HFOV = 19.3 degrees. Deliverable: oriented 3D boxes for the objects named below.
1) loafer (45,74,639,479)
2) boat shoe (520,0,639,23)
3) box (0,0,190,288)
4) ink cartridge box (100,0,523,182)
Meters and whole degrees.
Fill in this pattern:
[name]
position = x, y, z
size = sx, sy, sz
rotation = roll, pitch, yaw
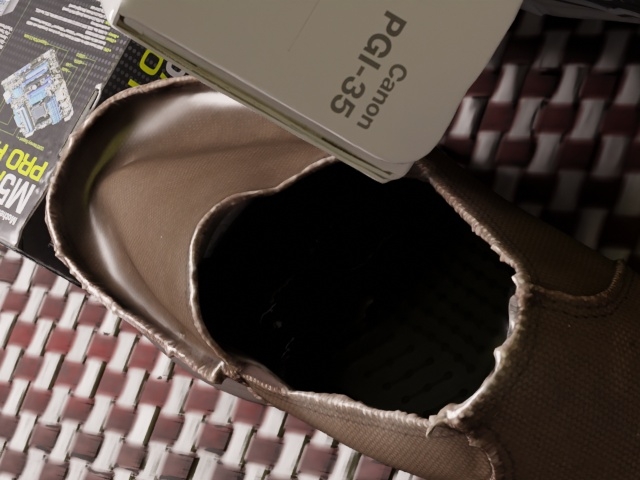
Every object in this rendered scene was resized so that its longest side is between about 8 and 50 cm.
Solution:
[loafer]
position = 0.000, 0.000, 0.715
size = 0.366, 0.130, 0.134
rotation = 21, 81, 47
[boat shoe]
position = 0.119, -0.129, 0.704
size = 0.108, 0.102, 0.301
rotation = -52, 41, 4
[box]
position = -0.153, -0.112, 0.980
size = 0.270, 0.060, 0.216
rotation = 22, 82, 48
[ink cartridge box]
position = 0.006, -0.167, 0.709
size = 0.207, 0.117, 0.283
rotation = -59, 18, 9
